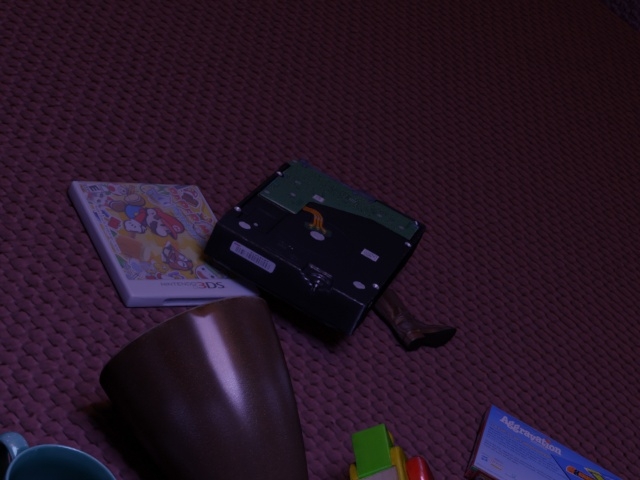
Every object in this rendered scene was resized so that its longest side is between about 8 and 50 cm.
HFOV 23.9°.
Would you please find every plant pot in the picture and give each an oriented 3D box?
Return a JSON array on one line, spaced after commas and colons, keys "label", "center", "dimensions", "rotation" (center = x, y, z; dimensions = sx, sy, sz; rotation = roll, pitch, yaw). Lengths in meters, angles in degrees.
[{"label": "plant pot", "center": [-0.108, 0.216, 1.732], "dimensions": [0.215, 0.215, 0.230], "rotation": [-9, 63, -44]}]

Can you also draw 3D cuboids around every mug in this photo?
[{"label": "mug", "center": [-0.282, 0.282, 1.577], "dimensions": [0.129, 0.097, 0.158], "rotation": [12, 36, -25]}]

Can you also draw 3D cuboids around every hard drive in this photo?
[{"label": "hard drive", "center": [0.000, 0.000, 2.167], "dimensions": [0.237, 0.064, 0.339], "rotation": [29, 26, 6]}]

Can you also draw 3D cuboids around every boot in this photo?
[{"label": "boot", "center": [0.130, 0.106, 2.196], "dimensions": [0.106, 0.037, 0.114], "rotation": [-3, 40, -43]}]

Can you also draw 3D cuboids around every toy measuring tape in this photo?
[{"label": "toy measuring tape", "center": [0.087, 0.337, 1.717], "dimensions": [0.121, 0.121, 0.330], "rotation": [18, 31, -18]}]

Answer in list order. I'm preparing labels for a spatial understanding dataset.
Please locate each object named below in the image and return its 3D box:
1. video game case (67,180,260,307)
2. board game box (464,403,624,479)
[{"label": "video game case", "center": [-0.215, 0.003, 2.072], "dimensions": [0.206, 0.026, 0.227], "rotation": [1, 43, -38]}, {"label": "board game box", "center": [0.334, 0.338, 2.046], "dimensions": [0.281, 0.027, 0.145], "rotation": [30, 34, 0]}]
